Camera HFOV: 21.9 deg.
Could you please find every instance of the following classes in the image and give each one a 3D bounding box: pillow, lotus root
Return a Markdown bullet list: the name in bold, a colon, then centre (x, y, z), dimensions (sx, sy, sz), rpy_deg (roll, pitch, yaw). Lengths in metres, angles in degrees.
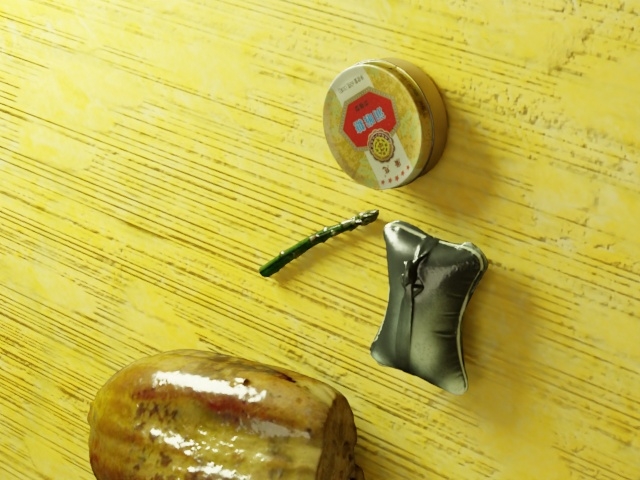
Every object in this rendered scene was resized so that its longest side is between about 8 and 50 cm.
- **pillow**: centre (0.086, 0.054, 1.332), dimensions (0.091, 0.055, 0.135), rpy_deg (7, 116, 7)
- **lotus root**: centre (-0.086, 0.192, 1.468), dimensions (0.291, 0.193, 0.193), rpy_deg (10, 112, 37)

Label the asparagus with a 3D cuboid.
- **asparagus**: centre (0.000, 0.000, 1.417), dimensions (0.163, 0.016, 0.016), rpy_deg (-27, 60, 44)

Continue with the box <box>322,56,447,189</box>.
- **box**: centre (0.051, -0.094, 1.319), dimensions (0.106, 0.037, 0.105), rpy_deg (17, 117, 37)
